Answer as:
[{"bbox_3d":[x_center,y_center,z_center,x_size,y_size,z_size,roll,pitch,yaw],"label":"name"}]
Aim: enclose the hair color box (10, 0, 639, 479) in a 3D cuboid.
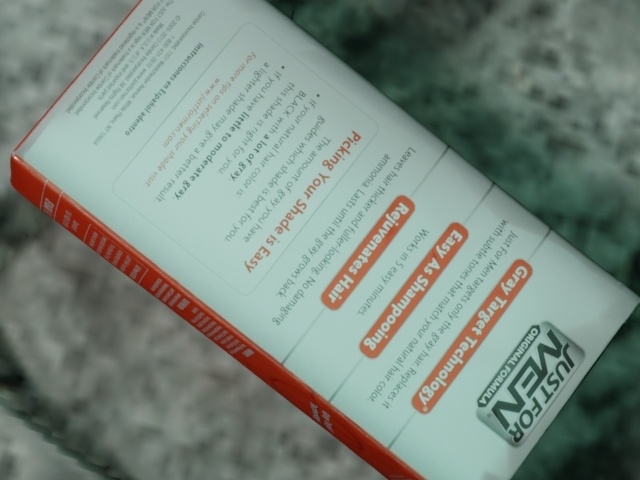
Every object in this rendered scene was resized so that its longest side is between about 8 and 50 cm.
[{"bbox_3d":[0.000,0.000,0.447,0.141,0.043,0.072,39,77,-2],"label":"hair color box"}]
